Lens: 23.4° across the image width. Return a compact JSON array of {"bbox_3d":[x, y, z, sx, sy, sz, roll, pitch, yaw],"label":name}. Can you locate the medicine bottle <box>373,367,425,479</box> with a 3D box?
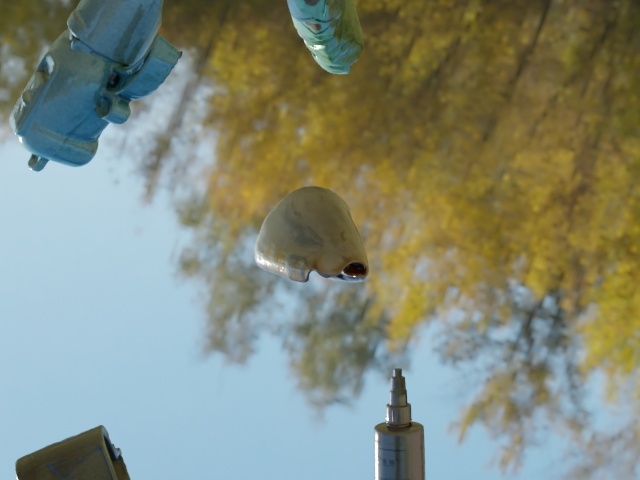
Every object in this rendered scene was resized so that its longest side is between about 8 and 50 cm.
[{"bbox_3d":[0.087,0.237,1.692,0.057,0.199,0.057,-1,-172,0],"label":"medicine bottle"}]

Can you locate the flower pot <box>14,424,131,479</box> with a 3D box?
[{"bbox_3d":[-0.280,0.291,1.809,0.108,0.103,0.229,-21,163,-5],"label":"flower pot"}]

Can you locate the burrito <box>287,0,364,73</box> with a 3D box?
[{"bbox_3d":[0.008,-0.234,1.391,0.054,0.104,0.288,17,166,12],"label":"burrito"}]

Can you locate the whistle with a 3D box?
[{"bbox_3d":[-0.215,-0.178,1.485,0.093,0.274,0.186,19,-154,-35],"label":"whistle"}]

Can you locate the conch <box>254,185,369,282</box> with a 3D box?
[{"bbox_3d":[-0.005,0.010,1.591,0.104,0.094,0.176,12,-148,-30],"label":"conch"}]
